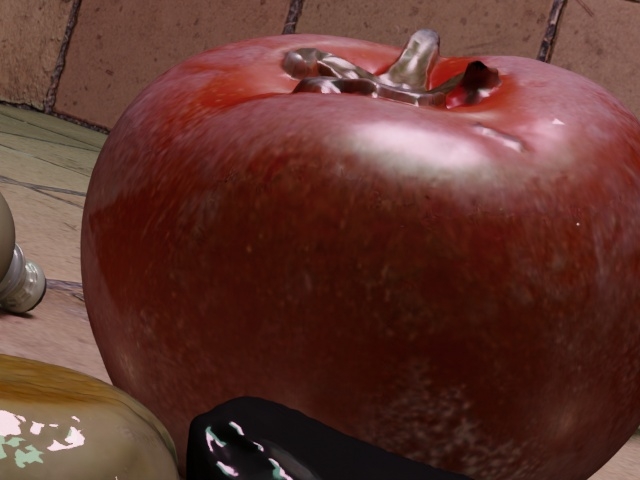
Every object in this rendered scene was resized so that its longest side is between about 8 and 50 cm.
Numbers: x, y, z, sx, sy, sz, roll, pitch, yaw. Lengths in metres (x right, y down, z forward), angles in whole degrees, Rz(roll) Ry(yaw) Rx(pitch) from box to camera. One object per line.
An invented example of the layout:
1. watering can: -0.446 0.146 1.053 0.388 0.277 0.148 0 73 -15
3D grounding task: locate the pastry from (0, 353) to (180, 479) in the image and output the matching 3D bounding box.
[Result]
1. pastry: -0.115 0.078 0.524 0.156 0.092 0.156 12 -1 0

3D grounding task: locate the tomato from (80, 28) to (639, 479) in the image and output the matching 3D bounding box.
1. tomato: 0.029 0.025 0.814 0.270 0.227 0.270 1 17 0

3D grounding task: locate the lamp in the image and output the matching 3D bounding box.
1. lamp: -0.212 0.011 1.104 0.091 0.091 0.163 18 -11 24

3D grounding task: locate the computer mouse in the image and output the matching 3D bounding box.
1. computer mouse: 0.030 0.120 0.594 0.217 0.073 0.122 25 14 -42
